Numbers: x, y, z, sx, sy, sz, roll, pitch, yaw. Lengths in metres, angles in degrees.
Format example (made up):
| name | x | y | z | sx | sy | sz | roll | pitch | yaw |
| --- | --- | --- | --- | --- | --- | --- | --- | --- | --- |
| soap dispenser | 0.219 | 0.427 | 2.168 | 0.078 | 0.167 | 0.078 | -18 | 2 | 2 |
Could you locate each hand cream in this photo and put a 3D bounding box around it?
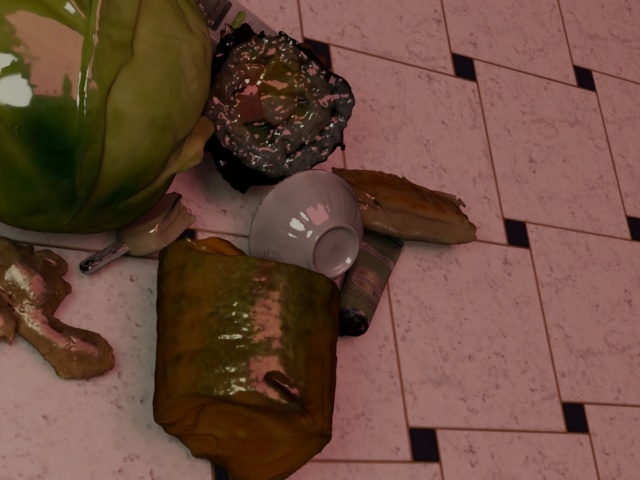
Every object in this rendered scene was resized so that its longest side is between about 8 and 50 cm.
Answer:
| name | x | y | z | sx | sy | sz | roll | pitch | yaw |
| --- | --- | --- | --- | --- | --- | --- | --- | --- | --- |
| hand cream | 0.069 | 0.055 | 1.641 | 0.086 | 0.055 | 0.235 | 38 | 44 | -14 |

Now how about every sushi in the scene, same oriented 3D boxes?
| name | x | y | z | sx | sy | sz | roll | pitch | yaw |
| --- | --- | --- | --- | --- | --- | --- | --- | --- | --- |
| sushi | -0.084 | -0.200 | 1.577 | 0.225 | 0.219 | 0.238 | -31 | 119 | -6 |

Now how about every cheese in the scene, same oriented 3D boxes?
| name | x | y | z | sx | sy | sz | roll | pitch | yaw |
| --- | --- | --- | --- | --- | --- | --- | --- | --- | --- |
| cheese | -0.238 | -0.005 | 1.427 | 0.171 | 0.092 | 0.047 | -44 | 120 | -40 |

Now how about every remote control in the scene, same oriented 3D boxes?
| name | x | y | z | sx | sy | sz | roll | pitch | yaw |
| --- | --- | --- | --- | --- | --- | --- | --- | --- | --- |
| remote control | -0.121 | -0.316 | 1.700 | 0.250 | 0.034 | 0.103 | 36 | 52 | -14 |

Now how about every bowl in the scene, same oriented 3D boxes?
| name | x | y | z | sx | sy | sz | roll | pitch | yaw |
| --- | --- | --- | --- | --- | --- | --- | --- | --- | --- |
| bowl | 0.000 | 0.000 | 1.526 | 0.189 | 0.086 | 0.189 | -15 | 120 | -29 |

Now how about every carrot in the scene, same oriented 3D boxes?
| name | x | y | z | sx | sy | sz | roll | pitch | yaw |
| --- | --- | --- | --- | --- | --- | --- | --- | --- | --- |
| carrot | -0.093 | 0.120 | 1.372 | 0.241 | 0.241 | 0.341 | 16 | 60 | -28 |

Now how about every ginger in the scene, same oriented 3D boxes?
| name | x | y | z | sx | sy | sz | roll | pitch | yaw |
| --- | --- | --- | --- | --- | --- | --- | --- | --- | --- |
| ginger | -0.336 | 0.084 | 1.334 | 0.214 | 0.059 | 0.133 | 32 | 58 | -16 |

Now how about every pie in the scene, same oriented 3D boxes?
| name | x | y | z | sx | sy | sz | roll | pitch | yaw |
| --- | --- | --- | --- | --- | --- | --- | --- | --- | --- |
| pie | 0.135 | -0.052 | 1.719 | 0.282 | 0.068 | 0.128 | 8 | 41 | -34 |

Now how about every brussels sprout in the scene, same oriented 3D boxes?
| name | x | y | z | sx | sy | sz | roll | pitch | yaw |
| --- | --- | --- | --- | --- | --- | --- | --- | --- | --- |
| brussels sprout | -0.318 | -0.191 | 1.277 | 0.425 | 0.342 | 0.361 | 45 | 30 | -37 |
